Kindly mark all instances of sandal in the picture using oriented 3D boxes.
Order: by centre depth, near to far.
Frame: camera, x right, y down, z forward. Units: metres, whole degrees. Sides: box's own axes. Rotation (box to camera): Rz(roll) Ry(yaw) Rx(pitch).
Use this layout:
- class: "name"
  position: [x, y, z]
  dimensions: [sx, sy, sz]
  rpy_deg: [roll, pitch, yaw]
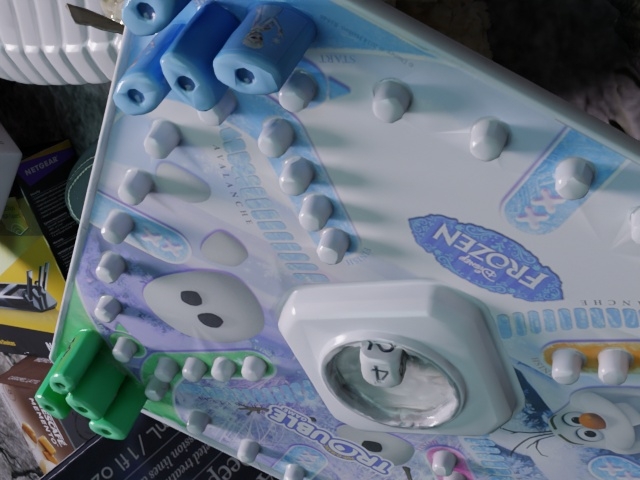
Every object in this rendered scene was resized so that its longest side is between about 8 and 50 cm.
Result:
- class: "sandal"
  position: [-0.210, -0.216, 0.693]
  dimensions: [0.416, 0.102, 0.169]
  rpy_deg: [12, 140, 20]

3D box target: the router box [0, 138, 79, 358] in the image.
- class: "router box"
  position: [-0.365, 0.019, 0.990]
  dimensions: [0.308, 0.081, 0.243]
  rpy_deg: [-3, 115, 42]

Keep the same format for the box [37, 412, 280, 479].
- class: "box"
  position: [-0.121, 0.357, 0.693]
  dimensions: [0.395, 0.293, 0.212]
  rpy_deg: [51, 138, 0]

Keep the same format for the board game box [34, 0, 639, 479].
- class: "board game box"
  position: [0.039, 0.080, 0.455]
  dimensions: [0.389, 0.050, 0.390]
  rpy_deg: [27, 138, -4]

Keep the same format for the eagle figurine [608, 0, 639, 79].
- class: "eagle figurine"
  position: [0.233, -0.085, 0.329]
  dimensions: [0.298, 0.225, 0.226]
  rpy_deg: [14, 141, 22]

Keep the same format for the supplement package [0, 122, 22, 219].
- class: "supplement package"
  position: [-0.467, -0.109, 0.843]
  dimensions: [0.293, 0.175, 0.178]
  rpy_deg: [47, 123, 29]

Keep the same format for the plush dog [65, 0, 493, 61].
- class: "plush dog"
  position: [-0.006, -0.199, 0.444]
  dimensions: [0.262, 0.210, 0.226]
  rpy_deg: [17, 100, 3]

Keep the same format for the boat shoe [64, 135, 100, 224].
- class: "boat shoe"
  position: [-0.160, -0.051, 0.750]
  dimensions: [0.319, 0.099, 0.116]
  rpy_deg: [-7, 113, 43]

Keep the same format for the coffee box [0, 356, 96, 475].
- class: "coffee box"
  position: [-0.316, 0.269, 1.105]
  dimensions: [0.141, 0.098, 0.247]
  rpy_deg: [-2, 116, 42]
